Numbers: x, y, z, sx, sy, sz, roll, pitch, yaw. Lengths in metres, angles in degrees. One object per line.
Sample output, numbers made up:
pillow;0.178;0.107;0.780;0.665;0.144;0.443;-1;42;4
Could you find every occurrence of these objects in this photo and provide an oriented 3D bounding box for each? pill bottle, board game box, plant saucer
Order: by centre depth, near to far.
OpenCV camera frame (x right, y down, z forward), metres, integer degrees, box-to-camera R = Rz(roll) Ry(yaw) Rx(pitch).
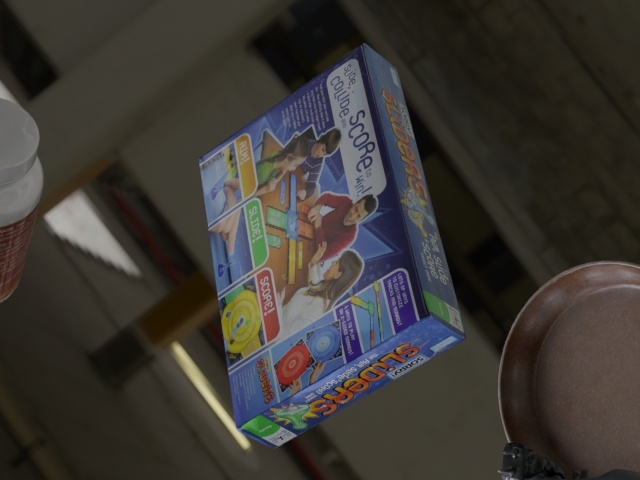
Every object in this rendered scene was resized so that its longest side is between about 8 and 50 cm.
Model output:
board game box;0.000;0.000;0.901;0.035;0.136;0.201;33;-145;-41
plant saucer;0.193;0.098;1.032;0.029;0.168;0.168;6;-141;-51
pill bottle;-0.337;-0.036;1.547;0.121;0.121;0.216;53;142;23

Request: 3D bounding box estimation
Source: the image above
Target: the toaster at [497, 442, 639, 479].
toaster;0.174;0.208;0.826;0.227;0.146;0.129;24;163;-27
